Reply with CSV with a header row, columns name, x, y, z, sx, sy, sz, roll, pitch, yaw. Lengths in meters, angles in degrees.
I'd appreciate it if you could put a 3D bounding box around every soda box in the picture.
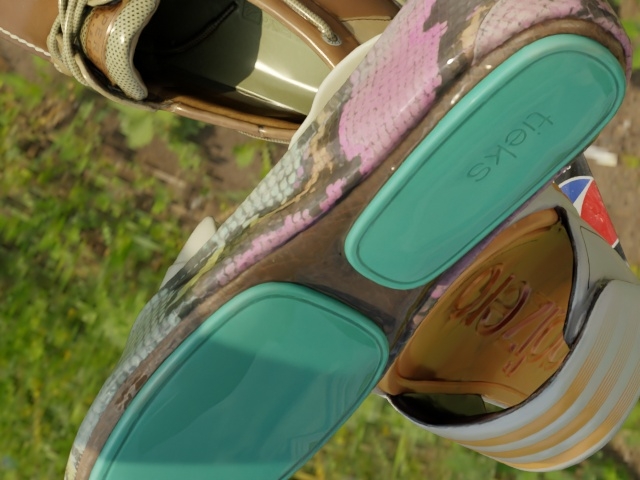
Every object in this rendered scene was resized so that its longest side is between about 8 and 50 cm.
name,x,y,z,sx,sy,sz,roll,pitch,yaw
soda box,0.153,-0.008,0.988,0.053,0.060,0.169,-22,88,4

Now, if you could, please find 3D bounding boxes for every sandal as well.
name,x,y,z,sx,sy,sz,roll,pitch,yaw
sandal,0.101,0.047,0.641,0.076,0.265,0.102,44,100,24

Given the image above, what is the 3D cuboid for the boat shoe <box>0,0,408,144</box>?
name,x,y,z,sx,sy,sz,roll,pitch,yaw
boat shoe,-0.094,-0.135,0.901,0.324,0.120,0.122,15,118,19

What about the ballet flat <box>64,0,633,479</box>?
name,x,y,z,sx,sy,sz,roll,pitch,yaw
ballet flat,0.000,0.000,0.479,0.077,0.079,0.221,30,109,-36
